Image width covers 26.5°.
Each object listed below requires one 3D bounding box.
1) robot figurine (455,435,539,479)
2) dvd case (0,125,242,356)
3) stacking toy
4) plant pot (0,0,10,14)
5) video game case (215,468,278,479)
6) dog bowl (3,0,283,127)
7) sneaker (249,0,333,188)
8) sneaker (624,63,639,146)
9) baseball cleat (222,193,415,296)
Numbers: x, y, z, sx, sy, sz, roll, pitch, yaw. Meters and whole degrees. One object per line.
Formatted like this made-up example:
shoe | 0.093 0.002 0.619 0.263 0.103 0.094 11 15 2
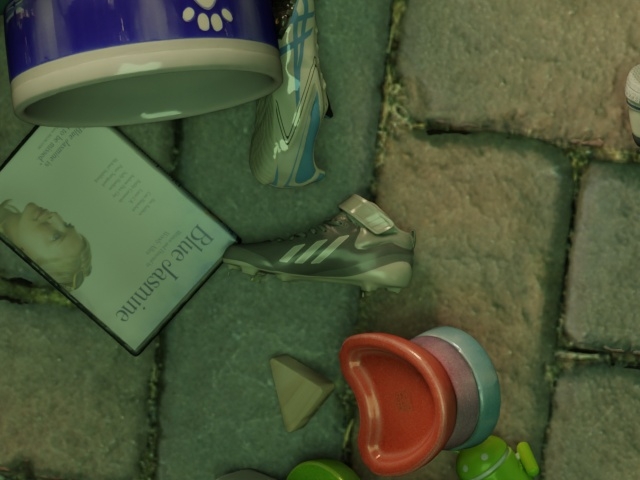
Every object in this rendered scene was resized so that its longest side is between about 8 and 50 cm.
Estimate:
robot figurine | 0.196 0.265 1.506 0.101 0.067 0.115 -35 97 15
dvd case | -0.238 -0.017 1.495 0.253 0.022 0.180 42 99 -6
stacking toy | 0.090 0.238 1.472 0.279 0.130 0.309 1 100 48
plant pot | -0.355 -0.337 1.330 0.255 0.271 0.272 -17 100 19
video game case | -0.021 0.412 1.473 0.244 0.061 0.269 13 104 44
dog bowl | -0.173 -0.187 1.332 0.265 0.265 0.104 -9 87 4
sneaker | -0.028 -0.173 1.437 0.086 0.085 0.237 1 95 -32
sneaker | 0.443 -0.154 1.420 0.258 0.094 0.091 -7 128 1
baseball cleat | 0.000 0.000 1.474 0.206 0.072 0.109 7 89 -5
